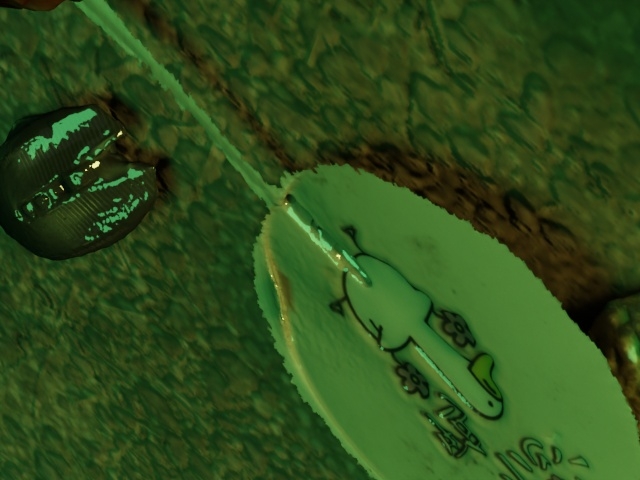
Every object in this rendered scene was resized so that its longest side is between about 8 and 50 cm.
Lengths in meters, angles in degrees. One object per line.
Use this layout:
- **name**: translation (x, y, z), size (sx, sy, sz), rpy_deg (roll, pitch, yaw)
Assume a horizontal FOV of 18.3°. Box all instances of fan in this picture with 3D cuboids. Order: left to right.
- **fan**: translation (0.000, 0.000, 0.885), size (0.415, 0.012, 0.233), rpy_deg (49, 149, 3)

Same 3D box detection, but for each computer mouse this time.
- **computer mouse**: translation (-0.131, -0.025, 0.996), size (0.135, 0.047, 0.079), rpy_deg (-21, 106, 51)

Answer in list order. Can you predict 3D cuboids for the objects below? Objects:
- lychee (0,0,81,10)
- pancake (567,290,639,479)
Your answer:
- **lychee**: translation (-0.099, -0.189, 0.632), size (0.236, 0.271, 0.236), rpy_deg (53, -179, -1)
- **pancake**: translation (0.174, 0.100, 0.798), size (0.199, 0.021, 0.199), rpy_deg (28, 139, 27)
